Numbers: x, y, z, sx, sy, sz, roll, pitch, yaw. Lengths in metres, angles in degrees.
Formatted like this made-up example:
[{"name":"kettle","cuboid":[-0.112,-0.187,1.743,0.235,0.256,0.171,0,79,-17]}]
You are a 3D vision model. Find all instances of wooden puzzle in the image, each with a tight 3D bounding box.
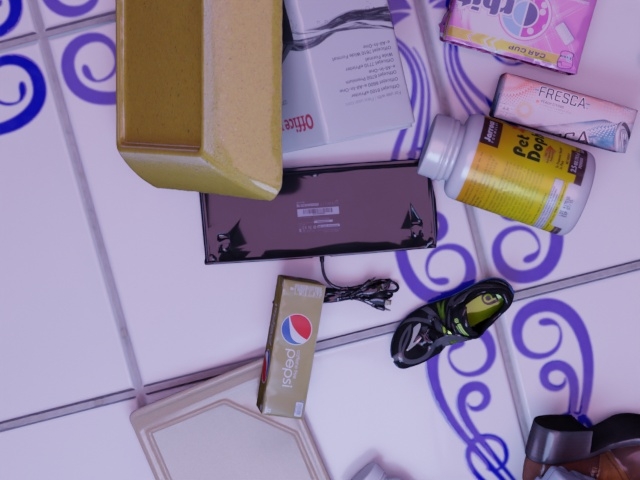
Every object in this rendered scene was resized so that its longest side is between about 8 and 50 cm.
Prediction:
[{"name":"wooden puzzle","cuboid":[-0.117,0.298,1.840,0.220,0.044,0.239,-22,99,3]}]

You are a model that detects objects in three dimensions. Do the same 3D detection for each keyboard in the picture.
[{"name":"keyboard","cuboid":[0.000,0.000,1.811,0.317,0.033,0.202,-4,93,2]}]

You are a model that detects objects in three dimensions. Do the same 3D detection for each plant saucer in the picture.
[{"name":"plant saucer","cuboid":[-0.166,-0.221,1.649,0.081,0.332,0.333,-4,97,-34]}]

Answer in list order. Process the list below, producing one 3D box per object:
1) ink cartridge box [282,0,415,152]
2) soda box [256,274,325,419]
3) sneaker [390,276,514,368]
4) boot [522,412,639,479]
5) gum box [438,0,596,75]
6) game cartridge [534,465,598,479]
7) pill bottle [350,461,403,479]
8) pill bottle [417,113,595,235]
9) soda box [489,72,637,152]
[{"name":"ink cartridge box","cuboid":[-0.015,-0.270,1.674,0.129,0.223,0.308,-15,95,-23]},{"name":"soda box","cuboid":[-0.039,0.139,1.769,0.058,0.061,0.181,10,93,-11]},{"name":"sneaker","cuboid":[0.173,0.108,1.793,0.188,0.078,0.067,-30,94,4]},{"name":"boot","cuboid":[0.382,0.379,1.808,0.264,0.096,0.281,1,105,-21]},{"name":"gum box","cuboid":[0.254,-0.292,1.761,0.188,0.062,0.107,15,95,0]},{"name":"game cartridge","cuboid":[0.362,0.418,1.765,0.297,0.062,0.198,24,103,-27]},{"name":"pill bottle","cuboid":[0.105,0.379,1.817,0.087,0.087,0.160,-44,93,5]},{"name":"pill bottle","cuboid":[0.239,-0.092,1.753,0.214,0.117,0.117,19,96,-1]},{"name":"soda box","cuboid":[0.318,-0.168,1.774,0.183,0.058,0.063,15,96,0]}]
